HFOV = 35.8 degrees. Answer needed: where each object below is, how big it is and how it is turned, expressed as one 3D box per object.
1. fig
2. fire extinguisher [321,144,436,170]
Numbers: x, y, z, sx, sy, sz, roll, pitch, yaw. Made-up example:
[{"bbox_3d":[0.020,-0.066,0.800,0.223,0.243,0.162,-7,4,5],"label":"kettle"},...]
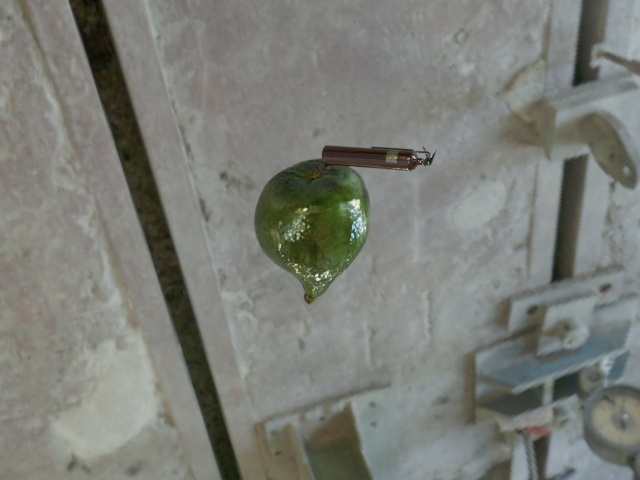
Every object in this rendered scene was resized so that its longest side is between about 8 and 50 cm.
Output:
[{"bbox_3d":[0.000,0.000,1.651,0.203,0.203,0.235,-19,119,-7],"label":"fig"},{"bbox_3d":[0.088,-0.120,1.416,0.049,0.173,0.035,2,94,-66],"label":"fire extinguisher"}]
